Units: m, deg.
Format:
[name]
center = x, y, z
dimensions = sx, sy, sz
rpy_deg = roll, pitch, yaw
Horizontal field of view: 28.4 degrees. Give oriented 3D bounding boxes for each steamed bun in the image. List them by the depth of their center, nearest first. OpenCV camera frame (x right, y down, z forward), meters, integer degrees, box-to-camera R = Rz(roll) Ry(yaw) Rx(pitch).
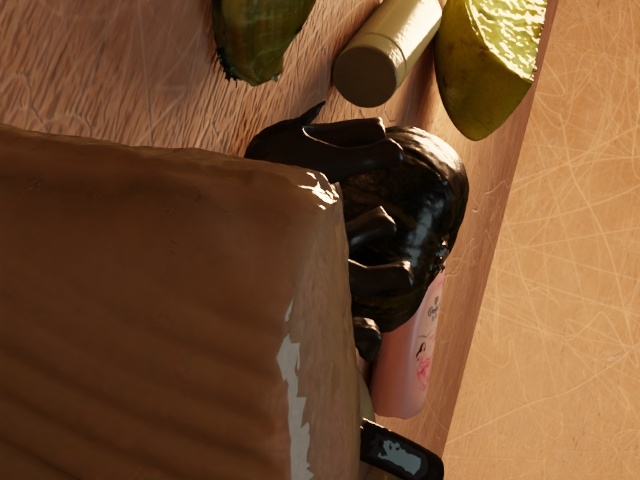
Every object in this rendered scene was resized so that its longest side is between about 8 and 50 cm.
[steamed bun]
center = -0.106, 0.145, 0.540
dimensions = 0.236, 0.247, 0.383
rpy_deg = -14, 114, -79

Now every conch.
[conch]
center = -0.040, -0.187, 0.917
dimensions = 0.095, 0.079, 0.201
rpy_deg = -38, 152, -41

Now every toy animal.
[toy animal]
center = -0.001, 0.000, 1.087
dimensions = 0.114, 0.146, 0.245
rpy_deg = -140, -142, -72

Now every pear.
[pear]
center = 0.229, -0.276, 1.858
dimensions = 0.239, 0.139, 0.288
rpy_deg = 110, -3, -55

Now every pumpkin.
[pumpkin]
center = 0.063, -0.012, 1.324
dimensions = 0.224, 0.157, 0.224
rpy_deg = -55, 166, -21

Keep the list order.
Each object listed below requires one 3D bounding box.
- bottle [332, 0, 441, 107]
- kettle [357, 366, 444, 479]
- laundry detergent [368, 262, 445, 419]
[bottle]
center = 0.074, -0.212, 1.363
dimensions = 0.201, 0.072, 0.072
rpy_deg = -58, 156, -56
[kettle]
center = -0.010, 0.156, 1.012
dimensions = 0.236, 0.221, 0.161
rpy_deg = 68, 39, -67
[laundry detergent]
center = 0.136, 0.090, 1.872
dimensions = 0.159, 0.088, 0.335
rpy_deg = -53, 152, -71
